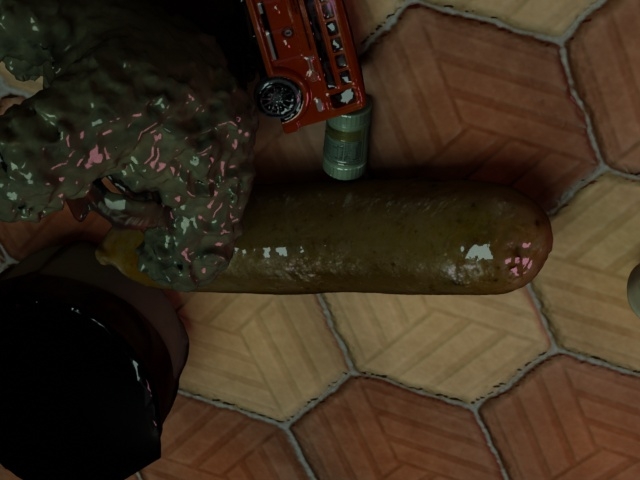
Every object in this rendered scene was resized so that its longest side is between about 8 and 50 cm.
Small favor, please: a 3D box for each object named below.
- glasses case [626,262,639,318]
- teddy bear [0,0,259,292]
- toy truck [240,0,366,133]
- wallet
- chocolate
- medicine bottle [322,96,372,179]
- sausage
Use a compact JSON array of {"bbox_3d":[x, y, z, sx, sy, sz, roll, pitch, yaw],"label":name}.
[{"bbox_3d":[0.394,0.090,1.722,0.196,0.083,0.050,40,133,-9],"label":"glasses case"},{"bbox_3d":[-0.224,-0.158,1.617,0.224,0.357,0.367,-46,58,13],"label":"teddy bear"},{"bbox_3d":[-0.032,-0.236,1.613,0.114,0.107,0.252,-13,124,3],"label":"toy truck"},{"bbox_3d":[-0.130,-0.236,1.709,0.110,0.031,0.198,5,129,18],"label":"wallet"},{"bbox_3d":[-0.271,0.130,1.965,0.284,0.186,0.283,12,122,19],"label":"chocolate"},{"bbox_3d":[0.027,-0.107,1.739,0.047,0.047,0.083,14,131,12],"label":"medicine bottle"},{"bbox_3d":[0.001,-0.001,1.779,0.501,0.136,0.123,0,108,24],"label":"sausage"}]
